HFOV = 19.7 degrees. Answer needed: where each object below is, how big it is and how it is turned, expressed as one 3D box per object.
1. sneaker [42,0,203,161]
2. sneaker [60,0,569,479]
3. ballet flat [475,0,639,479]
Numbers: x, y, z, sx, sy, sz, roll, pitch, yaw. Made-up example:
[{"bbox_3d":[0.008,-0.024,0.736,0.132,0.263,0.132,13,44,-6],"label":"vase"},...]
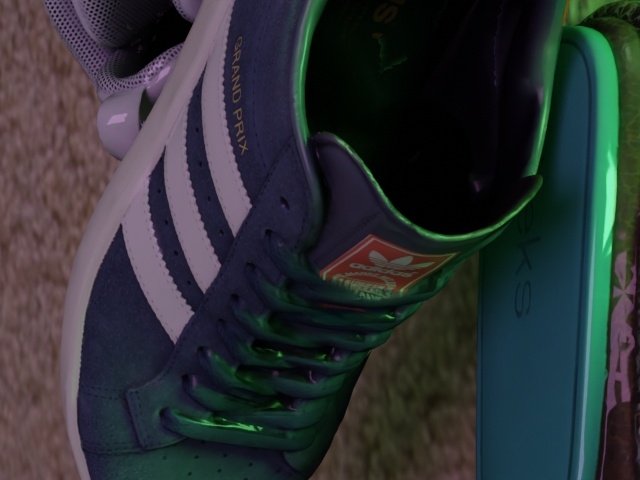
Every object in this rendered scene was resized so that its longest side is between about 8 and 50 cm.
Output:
[{"bbox_3d":[-0.010,-0.184,0.808,0.137,0.210,0.365,1,85,39],"label":"sneaker"},{"bbox_3d":[0.000,0.000,0.683,0.148,0.131,0.350,52,131,53],"label":"sneaker"},{"bbox_3d":[0.118,0.151,0.675,0.164,0.182,0.482,-20,54,66],"label":"ballet flat"}]
